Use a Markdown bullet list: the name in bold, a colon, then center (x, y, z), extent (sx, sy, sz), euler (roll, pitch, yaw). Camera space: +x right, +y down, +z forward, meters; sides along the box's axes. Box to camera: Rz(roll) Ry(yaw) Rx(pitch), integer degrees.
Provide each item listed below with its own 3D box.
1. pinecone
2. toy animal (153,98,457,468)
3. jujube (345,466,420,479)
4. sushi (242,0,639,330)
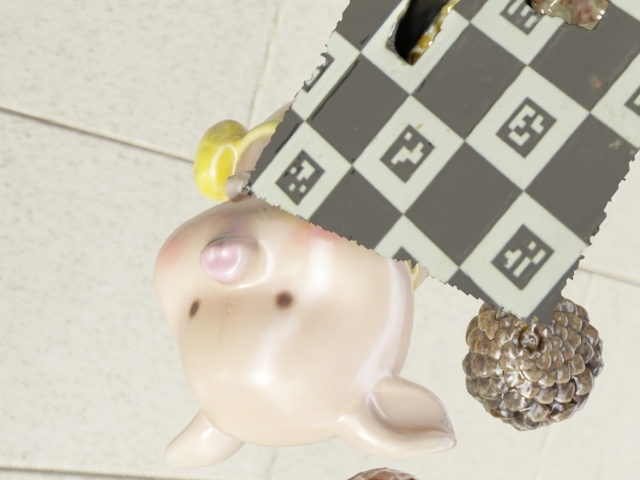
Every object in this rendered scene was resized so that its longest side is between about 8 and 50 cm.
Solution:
- **pinecone**: center (0.268, 0.158, 1.790), extent (0.184, 0.179, 0.204), euler (-60, 167, -28)
- **toy animal**: center (-0.002, 0.001, 0.768), extent (0.149, 0.165, 0.248), euler (46, 48, -31)
- **jujube**: center (0.054, 0.390, 1.626), extent (0.232, 0.213, 0.213), euler (-49, 129, -24)
- **sushi**: center (0.102, -0.110, 0.642), extent (0.043, 0.192, 0.279), euler (30, 87, -49)
